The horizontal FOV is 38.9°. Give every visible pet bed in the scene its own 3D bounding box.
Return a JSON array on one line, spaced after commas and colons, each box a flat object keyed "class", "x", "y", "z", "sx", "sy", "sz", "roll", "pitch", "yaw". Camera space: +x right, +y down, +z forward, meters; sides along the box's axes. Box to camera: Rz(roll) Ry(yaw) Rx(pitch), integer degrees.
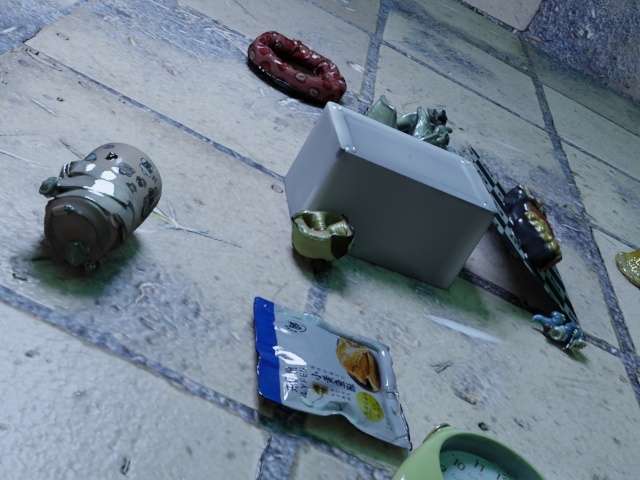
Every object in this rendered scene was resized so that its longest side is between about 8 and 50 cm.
[{"class": "pet bed", "x": -0.040, "y": -0.312, "z": 1.639, "sx": 0.201, "sy": 0.053, "sz": 0.201, "roll": 29, "pitch": 24, "yaw": -15}]

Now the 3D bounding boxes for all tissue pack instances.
[{"class": "tissue pack", "x": 0.093, "y": -0.063, "z": 1.242, "sx": 0.246, "sy": 0.136, "sz": 0.159, "roll": 20, "pitch": 28, "yaw": -19}]

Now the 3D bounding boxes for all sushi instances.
[{"class": "sushi", "x": 0.332, "y": -0.023, "z": 1.398, "sx": 0.264, "sy": 0.050, "sz": 0.290, "roll": 47, "pitch": 20, "yaw": -24}]

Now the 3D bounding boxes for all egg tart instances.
[{"class": "egg tart", "x": 0.603, "y": 0.055, "z": 1.658, "sx": 0.128, "sy": 0.049, "sz": 0.129, "roll": 23, "pitch": 29, "yaw": -13}]

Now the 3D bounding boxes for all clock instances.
[{"class": "clock", "x": 0.153, "y": 0.247, "z": 0.836, "sx": 0.170, "sy": 0.069, "sz": 0.232, "roll": 36, "pitch": 26, "yaw": 13}]

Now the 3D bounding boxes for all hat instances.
[{"class": "hat", "x": 0.001, "y": 0.000, "z": 1.126, "sx": 0.076, "sy": 0.059, "sz": 0.077, "roll": 3, "pitch": 28, "yaw": -15}]

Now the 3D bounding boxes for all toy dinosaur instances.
[{"class": "toy dinosaur", "x": 0.337, "y": 0.128, "z": 1.274, "sx": 0.083, "sy": 0.031, "sz": 0.047, "roll": 37, "pitch": 25, "yaw": 14}]

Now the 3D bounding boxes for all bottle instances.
[{"class": "bottle", "x": -0.226, "y": -0.034, "z": 0.915, "sx": 0.099, "sy": 0.099, "sz": 0.152, "roll": 29, "pitch": 30, "yaw": -2}]

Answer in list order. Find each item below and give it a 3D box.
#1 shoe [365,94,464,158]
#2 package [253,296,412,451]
[{"class": "shoe", "x": 0.184, "y": -0.138, "z": 1.456, "sx": 0.292, "sy": 0.149, "sz": 0.109, "roll": 16, "pitch": 28, "yaw": -25}, {"class": "package", "x": 0.010, "y": 0.134, "z": 0.932, "sx": 0.173, "sy": 0.027, "sz": 0.171, "roll": 24, "pitch": 26, "yaw": -19}]
